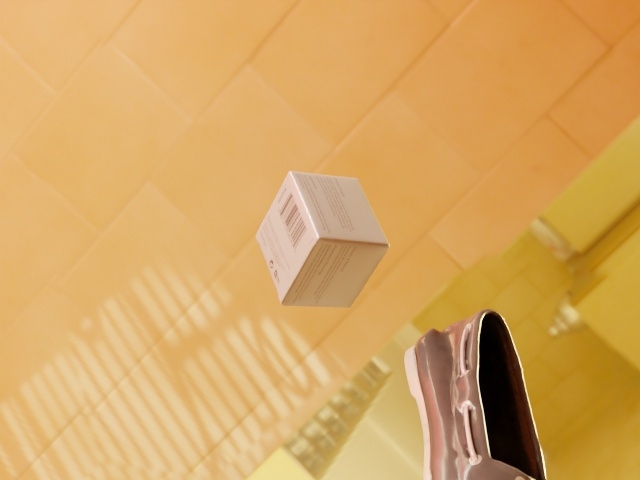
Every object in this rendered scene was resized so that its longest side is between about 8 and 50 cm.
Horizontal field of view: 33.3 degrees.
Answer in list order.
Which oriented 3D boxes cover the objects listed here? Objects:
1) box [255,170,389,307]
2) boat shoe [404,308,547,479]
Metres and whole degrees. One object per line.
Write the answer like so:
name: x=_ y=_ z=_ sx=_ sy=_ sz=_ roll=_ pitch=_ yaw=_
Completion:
box: x=0.000 y=0.000 z=1.100 sx=0.087 sy=0.102 sz=0.101 roll=4 pitch=-136 yaw=-30
boat shoe: x=0.149 y=0.180 z=0.914 sx=0.112 sy=0.095 sz=0.335 roll=40 pitch=-159 yaw=-30
